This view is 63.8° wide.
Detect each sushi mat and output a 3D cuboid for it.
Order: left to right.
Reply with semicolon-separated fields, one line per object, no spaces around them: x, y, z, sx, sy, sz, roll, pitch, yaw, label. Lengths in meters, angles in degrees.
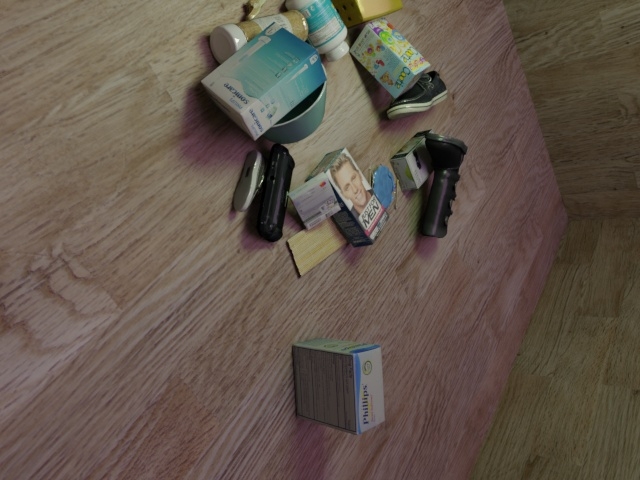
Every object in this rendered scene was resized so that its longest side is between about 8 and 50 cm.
0.000;0.000;1.919;0.317;0.019;0.151;-36;112;-42;sushi mat

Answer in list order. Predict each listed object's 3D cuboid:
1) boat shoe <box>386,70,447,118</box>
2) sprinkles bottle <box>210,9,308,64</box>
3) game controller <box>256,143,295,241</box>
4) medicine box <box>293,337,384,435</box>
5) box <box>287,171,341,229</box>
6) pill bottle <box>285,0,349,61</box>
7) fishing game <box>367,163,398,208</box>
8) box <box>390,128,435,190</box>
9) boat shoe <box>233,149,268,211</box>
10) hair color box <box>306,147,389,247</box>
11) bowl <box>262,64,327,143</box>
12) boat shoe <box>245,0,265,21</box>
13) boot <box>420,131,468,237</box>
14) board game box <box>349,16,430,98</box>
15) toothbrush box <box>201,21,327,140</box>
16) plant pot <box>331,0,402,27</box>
0.422;-0.649;2.289;0.500;0.187;0.155;-39;114;-48;boat shoe
-0.191;-0.663;1.674;0.355;0.121;0.121;-36;114;-42;sprinkles bottle
-0.147;-0.156;1.716;0.166;0.067;0.318;60;39;-75;game controller
0.059;0.485;1.757;0.149;0.290;0.263;-3;91;-47;medicine box
-0.019;-0.134;1.792;0.145;0.038;0.186;-33;144;-3;box
0.000;-0.785;1.866;0.264;0.146;0.146;51;54;-33;pill bottle
0.263;-0.231;2.198;0.264;0.041;0.188;4;85;-55;fishing game
0.447;-0.371;2.363;0.290;0.087;0.169;-44;119;-38;box
-0.215;-0.184;1.655;0.070;0.078;0.219;33;63;-41;boat shoe
0.112;-0.158;1.960;0.347;0.105;0.173;53;50;-25;hair color box
-0.110;-0.432;1.655;0.163;0.312;0.311;62;44;-57;bowl
-0.224;-0.774;1.701;0.045;0.050;0.135;43;49;-33;boat shoe
0.519;-0.232;2.294;0.367;0.146;0.444;4;104;-56;boot
0.280;-0.738;2.078;0.275;0.144;0.142;47;49;3;board game box
-0.166;-0.475;1.525;0.295;0.216;0.126;-42;150;-9;toothbrush box
0.153;-0.947;2.008;0.187;0.212;0.212;-42;118;-26;plant pot
